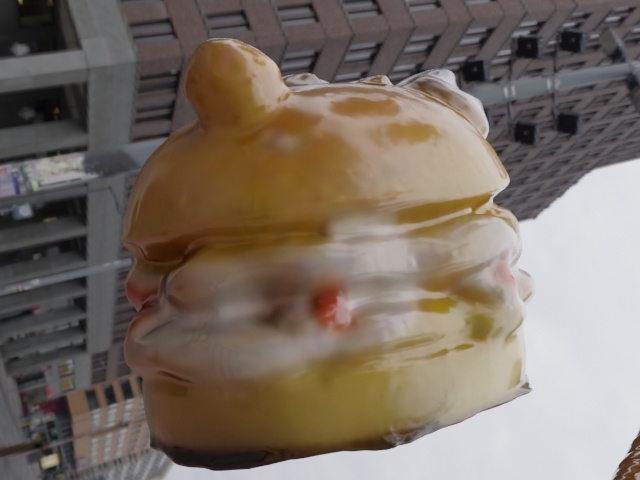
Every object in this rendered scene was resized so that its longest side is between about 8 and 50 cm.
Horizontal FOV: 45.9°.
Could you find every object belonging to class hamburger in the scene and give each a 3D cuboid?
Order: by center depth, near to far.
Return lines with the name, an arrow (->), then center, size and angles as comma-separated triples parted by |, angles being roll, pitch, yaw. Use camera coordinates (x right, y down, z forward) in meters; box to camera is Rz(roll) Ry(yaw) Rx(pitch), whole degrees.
hamburger -> 0.000, 0.000, 0.494 | 0.276, 0.276, 0.237 | 170, -88, -67

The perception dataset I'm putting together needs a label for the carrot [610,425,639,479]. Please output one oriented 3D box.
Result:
carrot -> 0.255, 0.183, 0.585 | 0.069, 0.336, 0.069 | 15, -58, 26
